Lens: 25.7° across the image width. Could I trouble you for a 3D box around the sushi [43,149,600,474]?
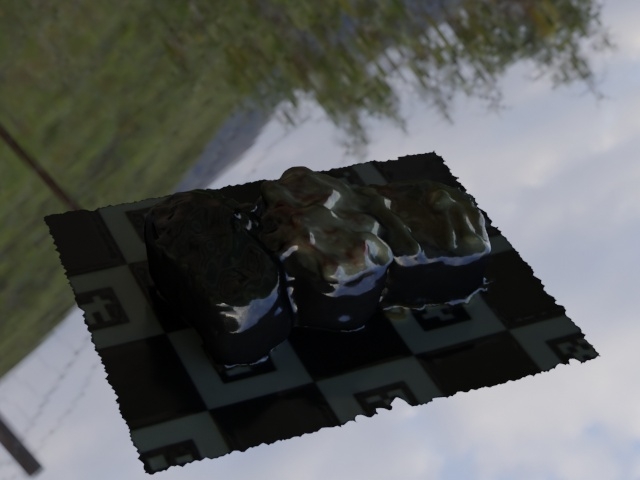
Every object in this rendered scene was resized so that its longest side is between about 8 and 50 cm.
[{"bbox_3d":[0.000,0.000,1.086,0.373,0.100,0.296,-11,-138,-21],"label":"sushi"}]
